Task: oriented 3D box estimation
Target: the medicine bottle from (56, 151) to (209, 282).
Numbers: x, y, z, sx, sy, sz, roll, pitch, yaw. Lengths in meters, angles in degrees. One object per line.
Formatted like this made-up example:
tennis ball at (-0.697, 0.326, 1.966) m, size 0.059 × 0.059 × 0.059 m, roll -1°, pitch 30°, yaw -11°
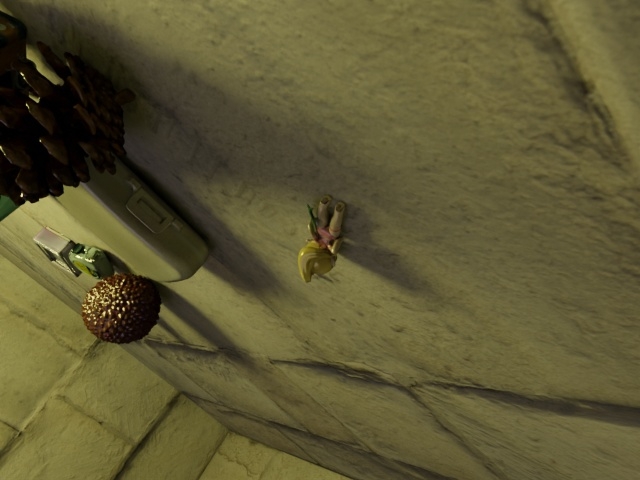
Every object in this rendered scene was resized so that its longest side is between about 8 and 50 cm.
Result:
medicine bottle at (-0.449, -0.049, 1.230) m, size 0.282 × 0.123 × 0.375 m, roll -11°, pitch 128°, yaw 51°

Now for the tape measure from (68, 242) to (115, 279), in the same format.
tape measure at (-0.790, 0.121, 1.890) m, size 0.164 × 0.084 × 0.330 m, roll 27°, pitch 151°, yaw 17°

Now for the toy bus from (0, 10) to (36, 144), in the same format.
toy bus at (-0.651, -0.258, 0.970) m, size 0.162 × 0.194 × 0.323 m, roll 23°, pitch 135°, yaw -4°

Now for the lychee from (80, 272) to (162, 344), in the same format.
lychee at (-0.653, 0.218, 1.753) m, size 0.271 × 0.271 × 0.271 m, roll 25°, pitch 151°, yaw 16°

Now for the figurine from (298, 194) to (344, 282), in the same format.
figurine at (0.000, 0.000, 0.898) m, size 0.083 × 0.083 × 0.187 m, roll 29°, pitch 142°, yaw 10°

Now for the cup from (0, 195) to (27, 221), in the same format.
cup at (-0.945, -0.125, 1.516) m, size 0.134 × 0.235 × 0.148 m, roll 25°, pitch 153°, yaw 18°

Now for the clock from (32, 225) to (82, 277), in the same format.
clock at (-0.986, 0.044, 1.988) m, size 0.145 × 0.073 × 0.193 m, roll 26°, pitch 151°, yaw 14°

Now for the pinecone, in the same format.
pinecone at (-0.467, -0.190, 0.895) m, size 0.244 × 0.309 × 0.244 m, roll 53°, pitch 170°, yaw 13°
